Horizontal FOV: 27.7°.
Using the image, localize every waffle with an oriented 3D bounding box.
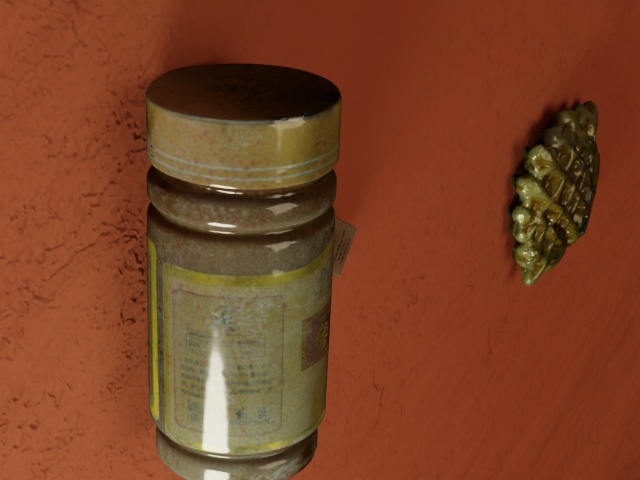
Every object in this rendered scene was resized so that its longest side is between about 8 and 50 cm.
[{"bbox_3d":[0.305,-0.063,1.653,0.204,0.054,0.223,-33,132,-44],"label":"waffle"}]

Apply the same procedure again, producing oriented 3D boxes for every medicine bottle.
[{"bbox_3d":[-0.065,0.031,1.056,0.151,0.151,0.322,-26,126,-49],"label":"medicine bottle"}]

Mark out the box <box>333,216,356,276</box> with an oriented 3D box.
[{"bbox_3d":[0.000,0.000,1.257,0.083,0.024,0.053,27,82,-56],"label":"box"}]
